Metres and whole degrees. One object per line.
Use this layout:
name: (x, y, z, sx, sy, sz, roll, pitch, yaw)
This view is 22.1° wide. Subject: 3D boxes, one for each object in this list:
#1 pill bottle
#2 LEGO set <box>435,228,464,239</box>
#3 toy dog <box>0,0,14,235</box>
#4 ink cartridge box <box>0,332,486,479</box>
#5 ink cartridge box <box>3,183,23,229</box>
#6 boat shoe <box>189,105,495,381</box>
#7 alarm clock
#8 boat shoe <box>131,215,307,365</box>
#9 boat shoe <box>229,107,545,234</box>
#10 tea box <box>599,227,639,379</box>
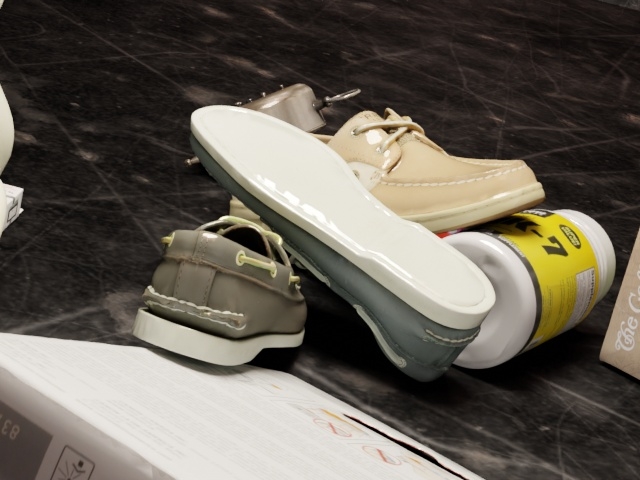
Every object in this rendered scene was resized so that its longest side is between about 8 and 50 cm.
pill bottle: (0.178, 0.036, 1.465, 0.119, 0.119, 0.208, 24, 22, 27)
LEGO set: (0.074, -0.069, 1.721, 0.227, 0.093, 0.087, 21, 21, 22)
toy dog: (-0.446, -0.117, 1.164, 0.408, 0.284, 0.395, 3, 58, -53)
ink cartridge box: (-0.030, 0.168, 1.069, 0.308, 0.091, 0.385, 26, 6, 33)
ink cartridge box: (-0.298, -0.033, 1.468, 0.048, 0.028, 0.083, 15, 19, 2)
boat shoe: (0.000, 0.000, 1.385, 0.319, 0.099, 0.116, 37, 36, 21)
alarm clock: (-0.046, -0.129, 1.727, 0.192, 0.064, 0.129, -17, 6, 19)
boat shoe: (-0.064, 0.031, 1.284, 0.109, 0.091, 0.305, 17, 6, 9)
boat shoe: (0.044, -0.062, 1.489, 0.341, 0.110, 0.121, 0, 9, 38)
tea box: (0.461, -0.016, 1.480, 0.220, 0.329, 0.323, 29, 26, 36)
